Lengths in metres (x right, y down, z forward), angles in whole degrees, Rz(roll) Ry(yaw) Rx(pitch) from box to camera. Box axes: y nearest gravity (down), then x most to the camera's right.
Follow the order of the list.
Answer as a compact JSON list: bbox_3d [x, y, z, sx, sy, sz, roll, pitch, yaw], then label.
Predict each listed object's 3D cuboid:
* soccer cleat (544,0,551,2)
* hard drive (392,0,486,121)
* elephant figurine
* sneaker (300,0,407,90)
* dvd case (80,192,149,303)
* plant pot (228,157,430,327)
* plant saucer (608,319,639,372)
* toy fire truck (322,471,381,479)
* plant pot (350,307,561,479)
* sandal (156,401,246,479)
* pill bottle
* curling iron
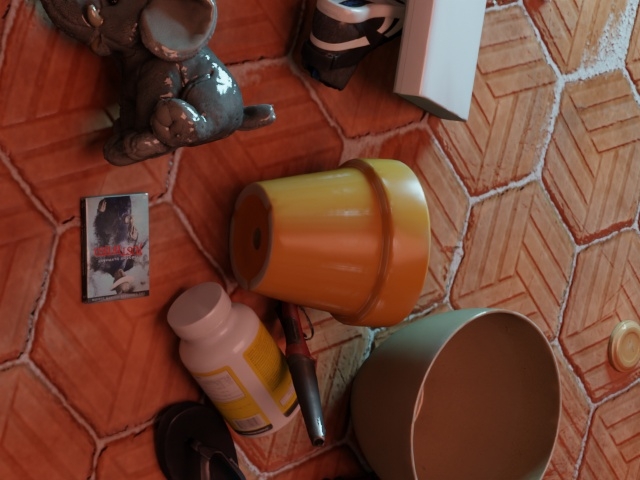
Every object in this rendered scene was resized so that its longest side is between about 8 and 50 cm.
[{"bbox_3d":[0.341,-0.374,2.153,0.083,0.029,0.036,-48,133,-23],"label":"soccer cleat"},{"bbox_3d":[0.170,-0.342,1.927,0.233,0.047,0.353,11,88,-70],"label":"hard drive"},{"bbox_3d":[-0.185,-0.213,1.622,0.186,0.169,0.240,-22,96,-69],"label":"elephant figurine"},{"bbox_3d":[0.041,-0.249,1.876,0.217,0.079,0.121,-15,134,-57],"label":"sneaker"},{"bbox_3d":[-0.230,0.008,1.694,0.087,0.013,0.120,-6,101,-42],"label":"dvd case"},{"bbox_3d":[0.000,0.000,1.796,0.187,0.205,0.205,2,95,-26],"label":"plant pot"},{"bbox_3d":[0.483,0.167,2.368,0.083,0.013,0.084,-8,102,-42],"label":"plant saucer"},{"bbox_3d":[0.029,0.379,1.961,0.192,0.047,0.135,0,96,-43],"label":"toy fire truck"},{"bbox_3d":[0.149,0.216,1.949,0.284,0.191,0.284,-8,102,-42],"label":"plant pot"},{"bbox_3d":[-0.121,0.301,1.807,0.097,0.054,0.255,-35,118,-34],"label":"sandal"},{"bbox_3d":[-0.102,0.138,1.769,0.103,0.103,0.184,-49,125,-26],"label":"pill bottle"},{"bbox_3d":[-0.016,0.148,1.764,0.035,0.274,0.068,-28,120,7],"label":"curling iron"}]
